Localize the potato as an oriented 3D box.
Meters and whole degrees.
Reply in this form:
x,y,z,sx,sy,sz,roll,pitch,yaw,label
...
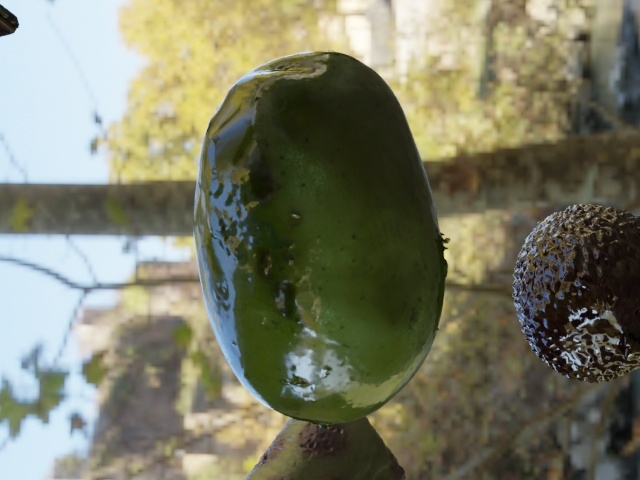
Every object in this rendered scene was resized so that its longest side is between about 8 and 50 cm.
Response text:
x,y,z,sx,sy,sz,roll,pitch,yaw,label
-0.003,0.001,1.215,0.216,0.216,0.304,-83,-23,-69,potato

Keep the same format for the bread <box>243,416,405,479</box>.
x,y,z,sx,sy,sz,roll,pitch,yaw,label
-0.038,0.382,1.924,0.338,0.155,0.187,-51,-59,-30,bread

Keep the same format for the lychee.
x,y,z,sx,sy,sz,roll,pitch,yaw,label
0.287,0.053,1.514,0.194,0.195,0.194,1,-90,-88,lychee

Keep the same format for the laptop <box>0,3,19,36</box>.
x,y,z,sx,sy,sz,roll,pitch,yaw,label
-0.517,-0.318,1.935,0.207,0.154,0.026,38,-130,-53,laptop
